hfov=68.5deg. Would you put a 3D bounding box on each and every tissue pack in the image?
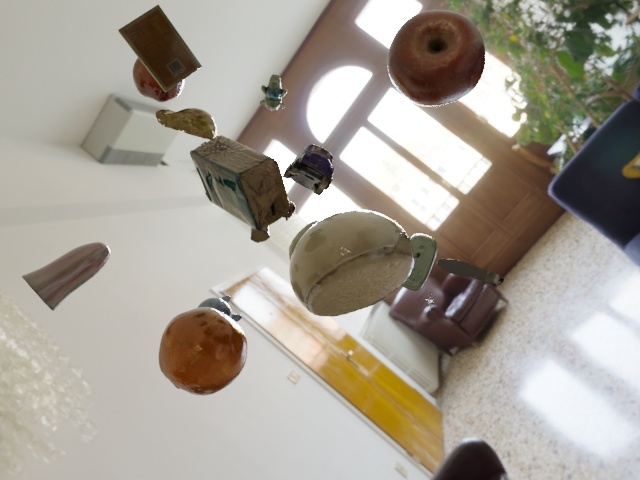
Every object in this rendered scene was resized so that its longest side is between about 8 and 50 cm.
[{"bbox_3d":[-0.222,-0.166,1.309,0.134,0.271,0.192,-37,-46,-23],"label":"tissue pack"}]

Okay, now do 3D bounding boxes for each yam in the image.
[{"bbox_3d":[-0.260,-0.058,1.992,0.084,0.084,0.127,-56,34,40],"label":"yam"}]

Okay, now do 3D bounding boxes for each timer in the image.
[{"bbox_3d":[-0.464,0.332,2.088,0.175,0.175,0.255,-50,-4,-5],"label":"timer"}]

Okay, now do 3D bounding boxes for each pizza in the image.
[{"bbox_3d":[-0.415,-0.400,1.541,0.204,0.188,0.080,-86,16,-71],"label":"pizza"}]

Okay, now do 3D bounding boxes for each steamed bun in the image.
[{"bbox_3d":[0.078,0.052,1.396,0.375,0.241,0.374,-21,-30,-13],"label":"steamed bun"}]

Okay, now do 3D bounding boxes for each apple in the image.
[{"bbox_3d":[0.241,-0.373,0.986,0.201,0.201,0.162,-50,-13,-3],"label":"apple"}]

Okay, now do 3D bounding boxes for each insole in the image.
[{"bbox_3d":[0.425,0.088,1.334,0.064,0.189,0.004,96,-165,-49],"label":"insole"}]

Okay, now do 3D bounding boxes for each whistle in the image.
[{"bbox_3d":[-0.200,-0.625,2.006,0.235,0.114,0.077,123,154,-72],"label":"whistle"}]

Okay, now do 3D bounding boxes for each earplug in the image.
[{"bbox_3d":[-0.961,0.111,1.830,0.301,0.172,0.172,-41,-10,-26],"label":"earplug"}]

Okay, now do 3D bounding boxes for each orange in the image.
[{"bbox_3d":[-0.408,0.382,1.634,0.312,0.312,0.312,-50,-6,-7],"label":"orange"}]

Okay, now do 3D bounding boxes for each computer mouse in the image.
[{"bbox_3d":[0.461,0.102,2.271,0.097,0.160,0.288,66,-133,-75],"label":"computer mouse"}]

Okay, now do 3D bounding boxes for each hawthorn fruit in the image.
[{"bbox_3d":[-0.660,-0.704,1.940,0.205,0.205,0.253,-43,-17,-49],"label":"hawthorn fruit"}]

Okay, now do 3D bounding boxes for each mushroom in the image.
[{"bbox_3d":[-0.007,-0.002,1.945,0.267,0.164,0.190,-19,-32,29],"label":"mushroom"}]

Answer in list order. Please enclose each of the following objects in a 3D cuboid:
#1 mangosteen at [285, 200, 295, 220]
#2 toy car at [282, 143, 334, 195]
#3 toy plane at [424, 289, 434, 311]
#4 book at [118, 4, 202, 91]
[{"bbox_3d":[-0.152,-0.141,2.116,0.081,0.081,0.081,-50,-6,-7],"label":"mangosteen"},{"bbox_3d":[-0.031,-0.287,1.836,0.158,0.172,0.235,-67,15,-11],"label":"toy car"},{"bbox_3d":[0.393,0.219,1.686,0.084,0.024,0.077,-74,-18,-85],"label":"toy plane"},{"bbox_3d":[-0.556,-0.670,1.647,0.170,0.241,0.018,-41,22,-15],"label":"book"}]
